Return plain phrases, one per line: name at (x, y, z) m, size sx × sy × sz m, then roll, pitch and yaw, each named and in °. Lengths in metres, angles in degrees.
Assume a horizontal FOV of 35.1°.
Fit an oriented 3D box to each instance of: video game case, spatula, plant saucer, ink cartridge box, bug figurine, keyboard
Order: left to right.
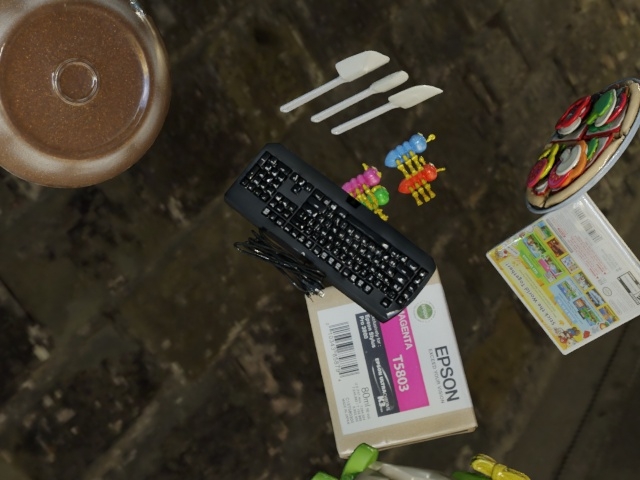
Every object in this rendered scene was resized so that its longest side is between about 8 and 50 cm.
plant saucer at (-0.223, -0.143, 0.912) m, size 0.198 × 0.199 × 0.036 m, roll -38°, pitch 25°, yaw -16°
keyboard at (0.000, 0.000, 0.883) m, size 0.100 × 0.192 × 0.038 m, roll -53°, pitch -11°, yaw -4°
spatula at (0.055, -0.236, 1.655) m, size 0.242 × 0.168 × 0.019 m, roll -18°, pitch 63°, yaw 45°
ink cartridge box at (0.097, 0.168, 1.407) m, size 0.193 × 0.235 × 0.088 m, roll -14°, pitch -15°, yaw 4°
bug figurine at (0.142, -0.120, 2.008) m, size 0.216 × 0.072 × 0.279 m, roll -32°, pitch -18°, yaw 3°
video game case at (0.426, 0.057, 1.705) m, size 0.206 × 0.227 × 0.026 m, roll -36°, pitch 4°, yaw 33°

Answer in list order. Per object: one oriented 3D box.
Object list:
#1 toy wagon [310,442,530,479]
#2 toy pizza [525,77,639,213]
toy wagon at (0.136, 0.286, 0.973) m, size 0.344 × 0.267 × 0.068 m, roll -5°, pitch -62°, yaw -69°
toy pizza at (0.312, -0.120, 1.229) m, size 0.201 × 0.032 × 0.201 m, roll -51°, pitch 13°, yaw 16°
